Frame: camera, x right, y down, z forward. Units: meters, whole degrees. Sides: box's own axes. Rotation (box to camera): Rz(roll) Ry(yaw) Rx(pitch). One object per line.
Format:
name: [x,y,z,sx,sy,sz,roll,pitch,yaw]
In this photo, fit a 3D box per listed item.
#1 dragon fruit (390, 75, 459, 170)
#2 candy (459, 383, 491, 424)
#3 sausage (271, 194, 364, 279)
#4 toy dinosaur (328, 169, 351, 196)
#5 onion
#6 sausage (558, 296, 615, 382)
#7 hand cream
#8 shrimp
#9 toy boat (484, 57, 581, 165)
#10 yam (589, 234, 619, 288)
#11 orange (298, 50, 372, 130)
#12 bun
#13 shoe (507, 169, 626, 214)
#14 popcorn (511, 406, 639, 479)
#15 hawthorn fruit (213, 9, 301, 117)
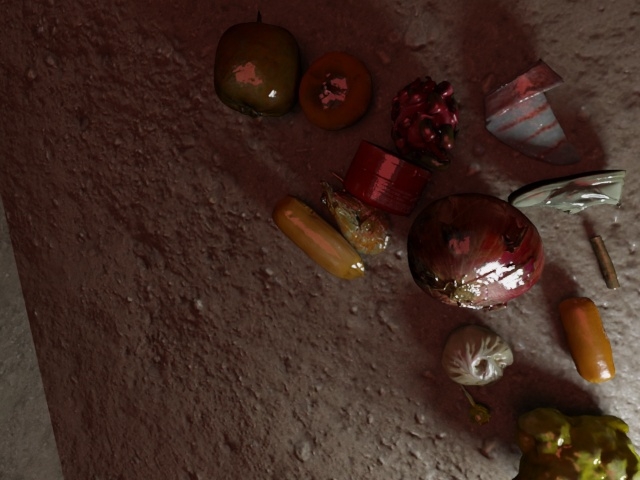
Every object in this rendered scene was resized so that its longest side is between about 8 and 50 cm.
dragon fruit: [0.274,-0.314,1.103,0.198,0.273,0.218,39,116,-14]
candy: [0.445,0.466,1.265,0.194,0.062,0.058,60,156,13]
sausage: [-0.002,0.002,1.320,0.354,0.116,0.134,42,129,9]
toy dinosaur: [0.108,-0.163,1.302,0.126,0.039,0.162,-17,94,14]
onion: [0.388,0.030,1.068,0.353,0.353,0.355,3,98,20]
sausage: [0.712,0.263,1.113,0.098,0.098,0.239,-17,89,21]
hand cream: [0.186,-0.174,1.173,0.230,0.230,0.150,26,107,15]
shrimp: [0.100,-0.079,1.279,0.294,0.062,0.154,45,117,-11]
toy boat: [0.568,-0.304,1.102,0.206,0.096,0.282,-32,98,27]
yam: [0.751,0.057,1.101,0.032,0.032,0.146,-21,91,21]
orange: [0.041,-0.434,1.215,0.223,0.170,0.224,3,102,16]
bun: [0.451,0.344,1.200,0.192,0.128,0.179,18,102,15]
shoe: [0.635,-0.116,1.081,0.274,0.103,0.099,-9,96,20]
popcorn: [0.659,0.615,1.072,0.293,0.292,0.335,-22,54,53]
hawthorn fruit: [-0.179,-0.525,1.245,0.267,0.267,0.301,12,99,18]
